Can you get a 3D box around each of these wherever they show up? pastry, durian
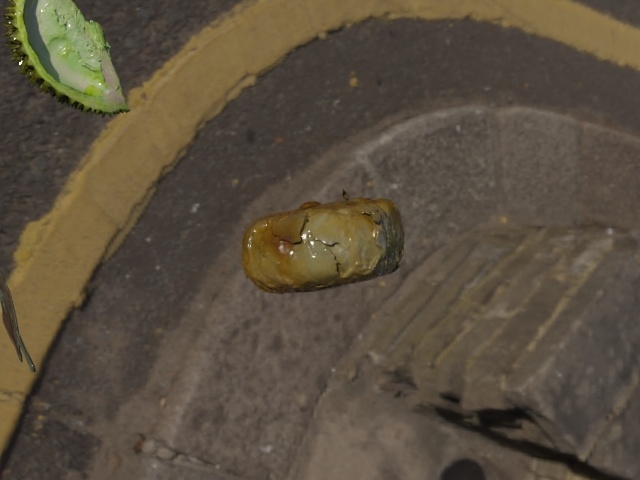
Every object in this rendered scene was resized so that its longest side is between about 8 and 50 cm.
[{"bbox_3d":[0.001,0.005,0.844,0.153,0.153,0.081,-16,104,-41],"label":"pastry"},{"bbox_3d":[-0.291,-0.220,1.029,0.100,0.086,0.215,-31,101,-20],"label":"durian"}]

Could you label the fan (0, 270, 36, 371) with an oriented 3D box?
[{"bbox_3d":[-0.448,0.128,1.392,0.009,0.220,0.132,-14,125,-24],"label":"fan"}]
